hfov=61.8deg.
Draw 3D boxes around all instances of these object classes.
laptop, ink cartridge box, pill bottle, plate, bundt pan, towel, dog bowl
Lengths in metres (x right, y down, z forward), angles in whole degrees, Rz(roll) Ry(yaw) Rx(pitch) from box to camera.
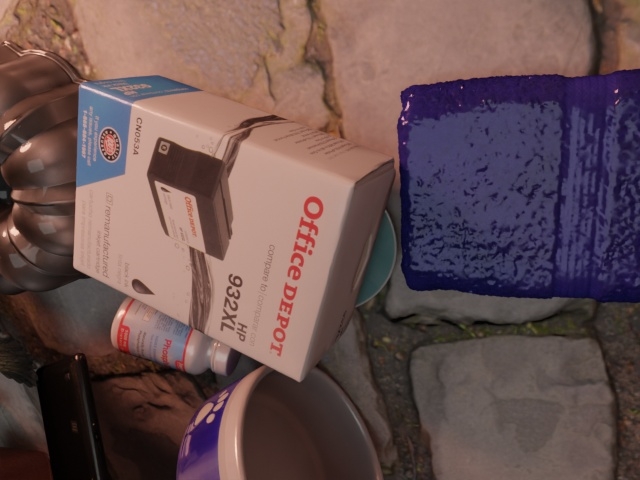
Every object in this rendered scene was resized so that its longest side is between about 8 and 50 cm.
[{"bbox_3d":[-0.223,0.346,0.756,0.382,0.236,0.408,-24,78,53],"label":"laptop"},{"bbox_3d":[-0.103,-0.024,0.580,0.307,0.129,0.223,22,115,17],"label":"ink cartridge box"},{"bbox_3d":[-0.187,0.127,0.716,0.160,0.087,0.087,15,115,9],"label":"pill bottle"},{"bbox_3d":[0.000,0.000,0.647,0.188,0.024,0.188,6,114,14],"label":"plate"},{"bbox_3d":[-0.398,-0.073,0.671,0.330,0.124,0.331,5,113,13],"label":"bundt pan"},{"bbox_3d":[0.235,-0.052,0.539,0.308,0.076,0.228,1,105,15],"label":"towel"},{"bbox_3d":[-0.037,0.284,0.642,0.104,0.265,0.265,-32,101,26],"label":"dog bowl"}]

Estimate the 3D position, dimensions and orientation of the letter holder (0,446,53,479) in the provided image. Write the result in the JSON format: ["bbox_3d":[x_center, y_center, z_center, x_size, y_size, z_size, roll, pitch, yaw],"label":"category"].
[{"bbox_3d":[-0.461,0.482,0.832,0.214,0.302,0.152,17,98,-28],"label":"letter holder"}]

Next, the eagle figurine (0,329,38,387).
[{"bbox_3d":[-0.562,0.117,0.746,0.226,0.225,0.298,-28,82,31],"label":"eagle figurine"}]
